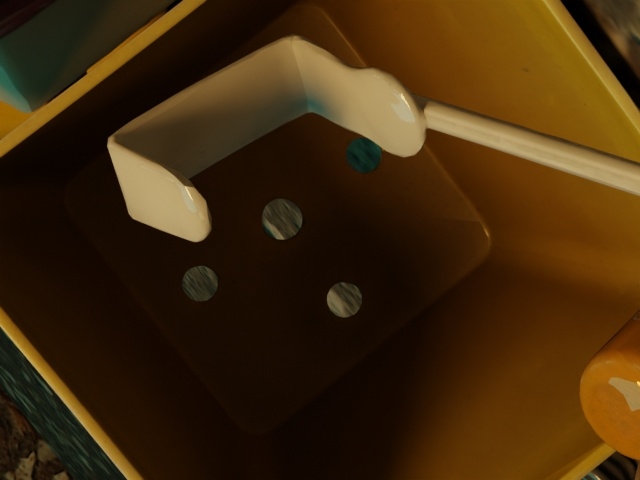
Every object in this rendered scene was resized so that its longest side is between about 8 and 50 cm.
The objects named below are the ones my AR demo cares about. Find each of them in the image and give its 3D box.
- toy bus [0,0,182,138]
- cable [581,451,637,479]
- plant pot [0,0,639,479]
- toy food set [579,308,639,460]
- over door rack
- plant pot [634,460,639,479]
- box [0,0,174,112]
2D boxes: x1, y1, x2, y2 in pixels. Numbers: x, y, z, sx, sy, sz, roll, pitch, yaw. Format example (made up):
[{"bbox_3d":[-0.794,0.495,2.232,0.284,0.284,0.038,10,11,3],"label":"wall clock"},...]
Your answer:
[{"bbox_3d":[-0.111,-0.100,0.907,0.191,0.202,0.104,42,125,12],"label":"toy bus"},{"bbox_3d":[0.091,0.193,1.004,0.139,0.072,0.287,36,128,30],"label":"cable"},{"bbox_3d":[0.000,0.000,0.725,0.212,0.212,0.187,52,176,-10],"label":"plant pot"},{"bbox_3d":[0.205,0.066,0.565,0.232,0.104,0.111,9,126,39],"label":"toy food set"},{"bbox_3d":[0.092,-0.097,0.298,0.324,0.108,0.239,12,131,32],"label":"over door rack"},{"bbox_3d":[0.189,0.173,0.669,0.110,0.237,0.237,-9,132,22],"label":"plant pot"},{"bbox_3d":[-0.135,-0.189,0.713,0.127,0.148,0.232,28,154,48],"label":"box"}]
